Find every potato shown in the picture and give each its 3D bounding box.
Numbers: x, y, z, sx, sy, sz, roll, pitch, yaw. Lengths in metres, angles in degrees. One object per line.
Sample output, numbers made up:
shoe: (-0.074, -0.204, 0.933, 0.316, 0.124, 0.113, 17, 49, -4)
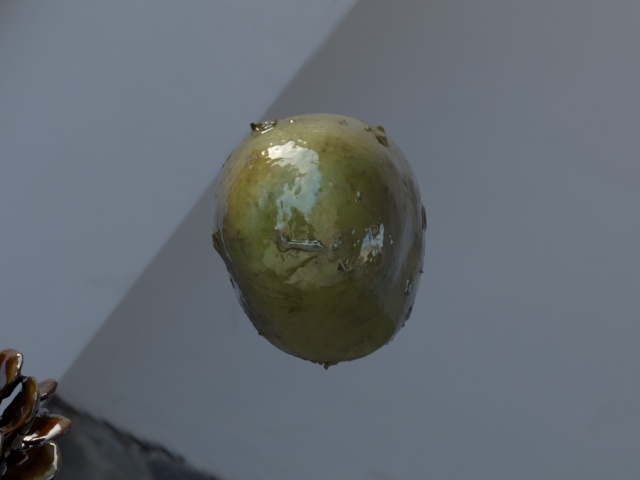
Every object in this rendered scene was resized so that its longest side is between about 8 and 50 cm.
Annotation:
potato: (-0.001, -0.019, 1.704, 0.359, 0.219, 0.270, 69, 19, -71)

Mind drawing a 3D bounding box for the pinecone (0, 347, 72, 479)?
pinecone: (-0.233, 0.115, 0.868, 0.165, 0.163, 0.163, 26, 27, -26)
